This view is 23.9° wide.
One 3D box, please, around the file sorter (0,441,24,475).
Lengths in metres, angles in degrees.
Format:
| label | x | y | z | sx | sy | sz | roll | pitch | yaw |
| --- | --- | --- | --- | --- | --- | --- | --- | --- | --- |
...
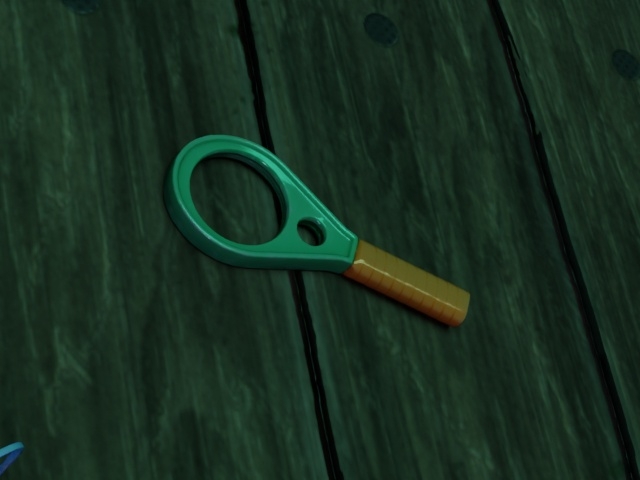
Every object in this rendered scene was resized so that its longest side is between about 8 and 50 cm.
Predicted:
| label | x | y | z | sx | sy | sz | roll | pitch | yaw |
| --- | --- | --- | --- | --- | --- | --- | --- | --- | --- |
| file sorter | -0.228 | 0.109 | 0.777 | 0.118 | 0.104 | 0.170 | -26 | 78 | -40 |

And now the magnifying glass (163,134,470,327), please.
| label | x | y | z | sx | sy | sz | roll | pitch | yaw |
| --- | --- | --- | --- | --- | --- | --- | --- | --- | --- |
| magnifying glass | 0.000 | 0.000 | 1.033 | 0.231 | 0.026 | 0.092 | 27 | 52 | -16 |
